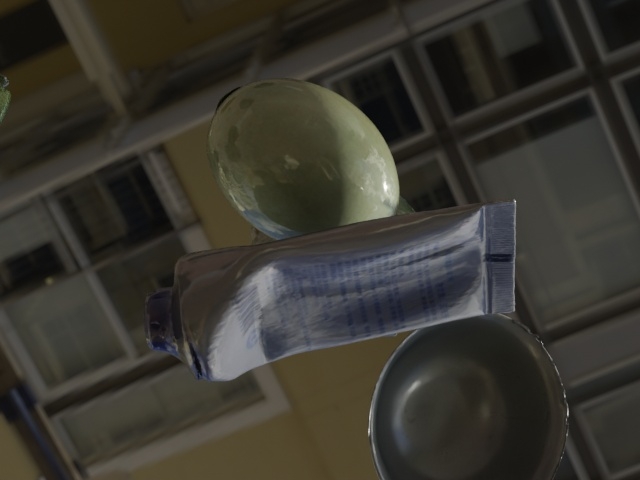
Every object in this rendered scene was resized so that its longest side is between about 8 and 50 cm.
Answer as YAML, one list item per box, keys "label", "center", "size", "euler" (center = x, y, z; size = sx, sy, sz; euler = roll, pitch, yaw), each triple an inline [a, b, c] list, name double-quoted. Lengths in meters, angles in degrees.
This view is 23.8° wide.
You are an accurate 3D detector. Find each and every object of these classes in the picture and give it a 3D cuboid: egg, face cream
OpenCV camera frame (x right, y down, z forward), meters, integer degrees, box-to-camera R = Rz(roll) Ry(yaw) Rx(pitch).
- label: "egg"
  center: [-0.018, -0.087, 1.795]
  size: [0.186, 0.253, 0.186]
  euler: [-51, -168, 15]
- label: "face cream"
  center: [0.011, 0.059, 1.690]
  size: [0.420, 0.234, 0.137]
  euler: [-10, -125, 0]

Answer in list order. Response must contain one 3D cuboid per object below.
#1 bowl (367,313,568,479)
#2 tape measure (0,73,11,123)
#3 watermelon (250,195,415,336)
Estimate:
- label: "bowl"
  center: [0.198, 0.276, 2.361]
  size: [0.345, 0.345, 0.157]
  euler: [-32, -170, -21]
- label: "tape measure"
  center: [-0.419, -0.073, 1.643]
  size: [0.175, 0.106, 0.200]
  euler: [-41, -152, 45]
- label: "watermelon"
  center: [0.000, 0.000, 2.501]
  size: [0.258, 0.387, 0.228]
  euler: [-2, 131, -47]
